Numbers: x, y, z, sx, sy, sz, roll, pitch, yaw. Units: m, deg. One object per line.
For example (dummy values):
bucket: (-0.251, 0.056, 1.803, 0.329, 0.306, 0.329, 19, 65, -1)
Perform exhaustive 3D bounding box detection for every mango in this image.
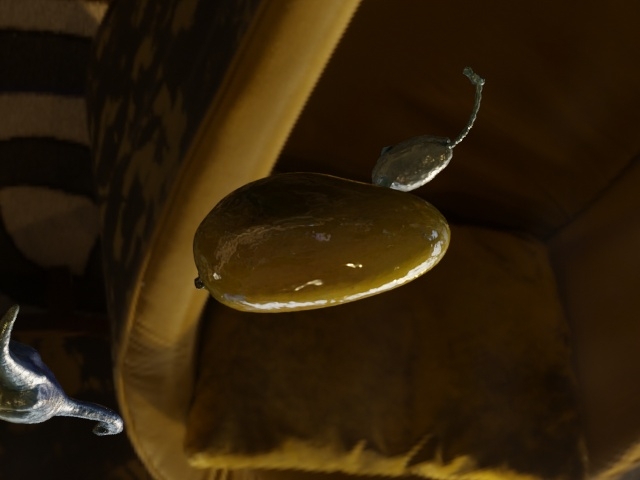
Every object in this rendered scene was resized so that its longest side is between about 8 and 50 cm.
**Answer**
mango: (0.000, 0.000, 0.706, 0.161, 0.103, 0.076, -4, 117, 8)

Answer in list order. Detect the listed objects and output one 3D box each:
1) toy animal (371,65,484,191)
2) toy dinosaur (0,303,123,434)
toy animal: (0.165, -0.143, 1.664, 0.079, 0.070, 0.253, 11, 139, -40)
toy dinosaur: (-0.249, 0.134, 1.067, 0.188, 0.075, 0.248, 11, 149, -21)
